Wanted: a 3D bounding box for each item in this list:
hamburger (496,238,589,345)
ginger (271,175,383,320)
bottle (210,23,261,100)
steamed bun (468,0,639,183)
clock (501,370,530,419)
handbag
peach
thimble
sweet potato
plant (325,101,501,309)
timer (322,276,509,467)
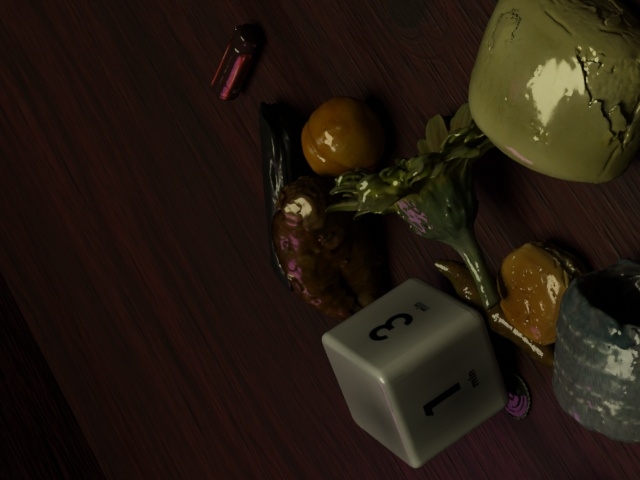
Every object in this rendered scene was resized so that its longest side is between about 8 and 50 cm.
[{"bbox_3d":[0.318,0.072,1.899,0.138,0.083,0.147,43,136,42],"label":"hamburger"},{"bbox_3d":[0.000,0.000,2.203,0.172,0.165,0.321,52,174,45],"label":"ginger"},{"bbox_3d":[-0.151,-0.325,2.387,0.060,0.060,0.164,57,145,19],"label":"bottle"},{"bbox_3d":[0.297,-0.212,1.694,0.273,0.166,0.232,47,143,30],"label":"steamed bun"},{"bbox_3d":[0.303,0.242,2.080,0.074,0.010,0.083,42,139,36],"label":"clock"},{"bbox_3d":[-0.066,-0.072,2.348,0.191,0.075,0.332,-113,14,-64],"label":"handbag"},{"bbox_3d":[0.041,-0.161,2.132,0.138,0.138,0.138,32,132,44],"label":"peach"},{"bbox_3d":[0.411,0.139,1.703,0.236,0.205,0.172,-121,29,-64],"label":"thimble"},{"bbox_3d":[0.276,0.115,2.002,0.274,0.067,0.067,44,140,26],"label":"sweet potato"},{"bbox_3d":[0.188,-0.082,1.903,0.297,0.261,0.306,31,177,5],"label":"plant"},{"bbox_3d":[0.148,0.202,2.060,0.192,0.195,0.194,31,148,55],"label":"timer"}]
